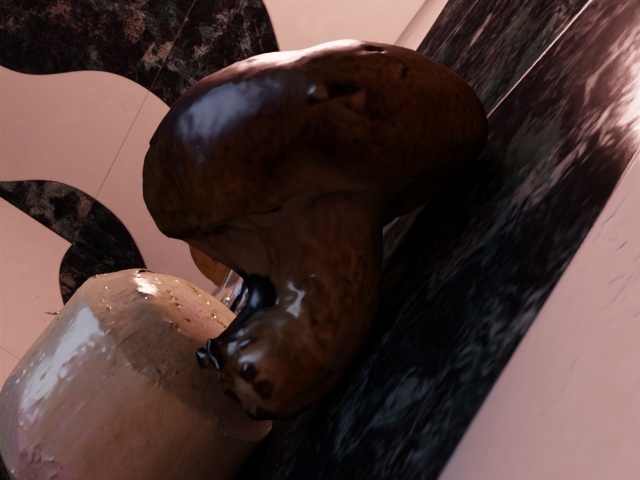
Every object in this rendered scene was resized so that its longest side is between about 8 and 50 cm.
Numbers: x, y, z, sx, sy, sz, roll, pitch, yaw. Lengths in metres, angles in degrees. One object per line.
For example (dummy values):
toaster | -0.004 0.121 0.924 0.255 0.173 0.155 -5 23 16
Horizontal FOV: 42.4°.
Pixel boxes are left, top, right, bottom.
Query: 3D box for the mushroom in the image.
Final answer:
mushroom | -0.007 -0.032 0.626 0.267 0.267 0.255 -71 -18 -68

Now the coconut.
coconut | -0.161 0.150 0.689 0.234 0.224 0.224 -43 8 6

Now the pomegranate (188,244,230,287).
pomegranate | -0.108 -0.010 1.246 0.191 0.191 0.191 -55 6 9

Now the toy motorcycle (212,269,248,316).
toy motorcycle | -0.124 0.135 0.982 0.223 0.107 0.340 -65 7 -11
